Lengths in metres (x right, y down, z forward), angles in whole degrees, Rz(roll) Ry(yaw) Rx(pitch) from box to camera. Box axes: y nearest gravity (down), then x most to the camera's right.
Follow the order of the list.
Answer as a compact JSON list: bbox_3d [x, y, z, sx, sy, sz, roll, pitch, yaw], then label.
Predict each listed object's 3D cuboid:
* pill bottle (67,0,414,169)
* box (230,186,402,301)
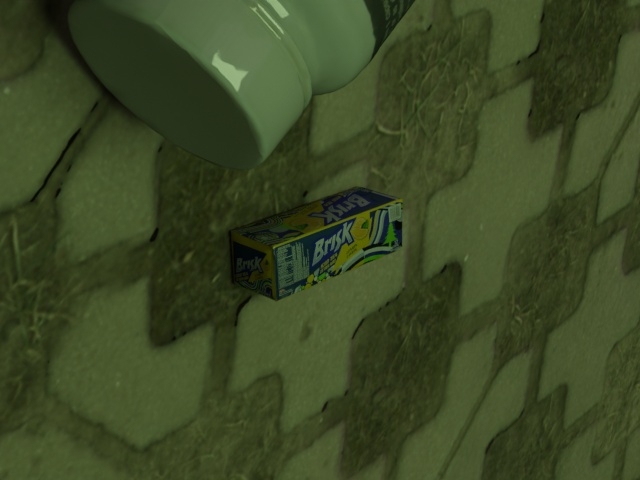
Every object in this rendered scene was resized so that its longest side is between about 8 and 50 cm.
[{"bbox_3d":[-0.008,-0.240,0.850,0.361,0.204,0.204,-55,135,-20],"label":"pill bottle"},{"bbox_3d":[0.000,0.000,1.048,0.169,0.059,0.054,-20,118,-41],"label":"box"}]
